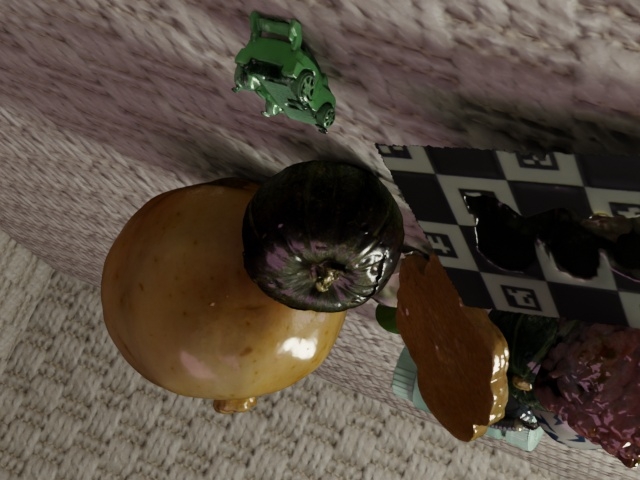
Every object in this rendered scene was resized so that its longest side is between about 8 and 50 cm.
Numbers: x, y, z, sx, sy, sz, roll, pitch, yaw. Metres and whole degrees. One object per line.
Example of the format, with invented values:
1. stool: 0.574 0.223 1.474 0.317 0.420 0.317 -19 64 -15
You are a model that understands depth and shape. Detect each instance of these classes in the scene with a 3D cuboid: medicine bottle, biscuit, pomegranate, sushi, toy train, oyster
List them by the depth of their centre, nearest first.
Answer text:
1. sushi: 0.288 -0.034 1.236 0.373 0.100 0.296 5 143 36
2. toy train: -0.035 -0.183 1.263 0.099 0.081 0.149 17 170 29
3. sushi: 0.386 0.135 1.431 0.170 0.236 0.270 29 -160 5
4. biscuit: 0.208 0.160 1.788 0.269 0.051 0.376 44 150 42
5. pomegranate: -0.145 0.097 1.843 0.411 0.411 0.411 23 167 6
6. oyster: 0.120 0.047 1.894 0.191 0.081 0.163 28 139 -22
7. medicine bottle: 0.317 0.312 2.363 0.318 0.158 0.158 18 165 24

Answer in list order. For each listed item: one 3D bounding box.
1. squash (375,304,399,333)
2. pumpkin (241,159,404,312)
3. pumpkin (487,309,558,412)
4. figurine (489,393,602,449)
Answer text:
1. squash: 0.163 0.136 2.117 0.082 0.082 0.292 27 167 -9
2. pumpkin: 0.000 0.001 1.580 0.238 0.159 0.238 0 128 0
3. pumpkin: 0.350 0.174 1.773 0.211 0.152 0.212 29 158 13
4. figurine: 0.410 0.267 1.988 0.261 0.186 0.382 26 163 -30
